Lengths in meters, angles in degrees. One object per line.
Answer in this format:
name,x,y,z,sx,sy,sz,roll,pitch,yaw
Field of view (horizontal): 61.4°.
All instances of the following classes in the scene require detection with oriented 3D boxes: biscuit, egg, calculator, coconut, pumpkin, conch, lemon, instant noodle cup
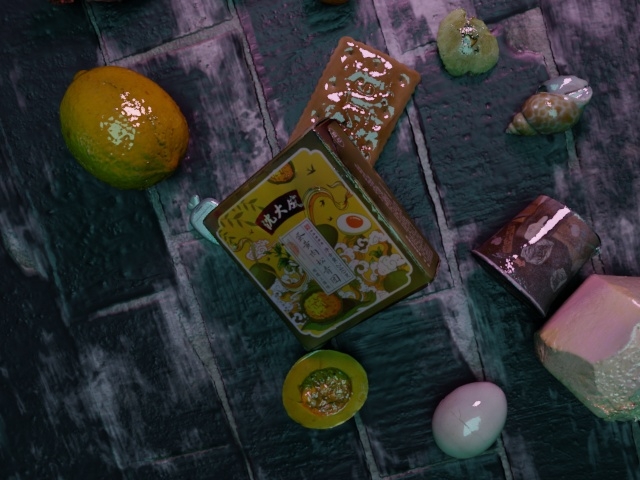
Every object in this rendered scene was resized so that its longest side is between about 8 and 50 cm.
biscuit,0.070,-0.287,1.244,0.217,0.044,0.325,29,92,0
egg,0.364,0.433,1.311,0.151,0.151,0.209,39,97,-2
calculator,-0.273,-0.050,1.347,0.153,0.021,0.095,44,100,-7
coconut,0.664,0.217,1.179,0.297,0.297,0.309,39,105,-2
pumpkin,0.007,0.361,1.360,0.217,0.110,0.217,-1,99,-8
conch,0.519,-0.291,1.203,0.173,0.106,0.116,-44,71,-8
lemon,-0.440,-0.255,1.209,0.310,0.258,0.258,44,100,-1
coconut,0.329,-0.437,1.215,0.158,0.055,0.133,33,99,0
instant noodle cup,0.487,0.028,1.210,0.217,0.217,0.207,43,94,-3

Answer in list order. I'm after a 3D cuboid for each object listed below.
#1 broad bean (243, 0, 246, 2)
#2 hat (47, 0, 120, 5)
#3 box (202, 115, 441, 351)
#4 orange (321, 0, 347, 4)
broad bean,-0.271,-0.617,1.242,0.226,0.039,0.069,19,106,1
hat,-0.512,-0.631,1.222,0.286,0.107,0.237,-37,81,-6
box,0.000,0.000,1.219,0.373,0.138,0.420,-34,98,29
orange,0.030,-0.587,1.184,0.135,0.117,0.136,1,81,-8
